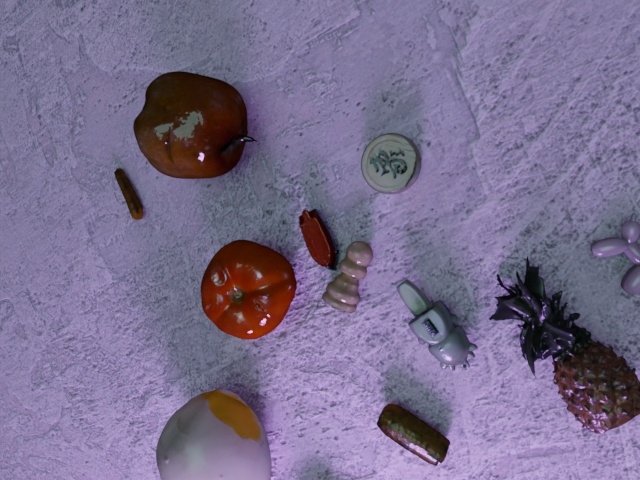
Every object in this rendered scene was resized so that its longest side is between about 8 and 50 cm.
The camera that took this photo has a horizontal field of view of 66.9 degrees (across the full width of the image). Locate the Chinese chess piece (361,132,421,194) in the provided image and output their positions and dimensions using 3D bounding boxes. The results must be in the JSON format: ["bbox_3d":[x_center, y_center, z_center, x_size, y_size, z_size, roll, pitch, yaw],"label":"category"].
[{"bbox_3d":[0.166,-0.181,1.148,0.143,0.058,0.144,2,95,22],"label":"Chinese chess piece"}]

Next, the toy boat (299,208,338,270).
[{"bbox_3d":[0.000,0.000,1.233,0.069,0.058,0.173,-23,92,23],"label":"toy boat"}]

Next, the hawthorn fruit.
[{"bbox_3d":[-0.300,-0.289,1.228,0.300,0.267,0.268,7,97,12],"label":"hawthorn fruit"}]

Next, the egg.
[{"bbox_3d":[-0.270,0.573,1.271,0.282,0.283,0.345,-30,88,22],"label":"egg"}]

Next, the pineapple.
[{"bbox_3d":[0.491,0.211,1.009,0.165,0.165,0.365,-45,69,19],"label":"pineapple"}]

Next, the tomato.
[{"bbox_3d":[-0.179,0.127,1.251,0.259,0.180,0.260,3,98,21],"label":"tomato"}]

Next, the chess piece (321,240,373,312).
[{"bbox_3d":[0.077,0.084,1.192,0.094,0.094,0.171,27,99,18],"label":"chess piece"}]

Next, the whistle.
[{"bbox_3d":[0.264,0.195,1.119,0.110,0.092,0.245,-41,80,22],"label":"whistle"}]

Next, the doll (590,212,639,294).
[{"bbox_3d":[0.653,0.026,0.962,0.160,0.059,0.161,-42,78,21],"label":"doll"}]

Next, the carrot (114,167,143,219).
[{"bbox_3d":[-0.585,-0.143,1.476,0.042,0.042,0.171,-33,79,21],"label":"carrot"}]

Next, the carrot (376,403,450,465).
[{"bbox_3d":[0.220,0.464,1.165,0.173,0.082,0.082,33,106,14],"label":"carrot"}]
